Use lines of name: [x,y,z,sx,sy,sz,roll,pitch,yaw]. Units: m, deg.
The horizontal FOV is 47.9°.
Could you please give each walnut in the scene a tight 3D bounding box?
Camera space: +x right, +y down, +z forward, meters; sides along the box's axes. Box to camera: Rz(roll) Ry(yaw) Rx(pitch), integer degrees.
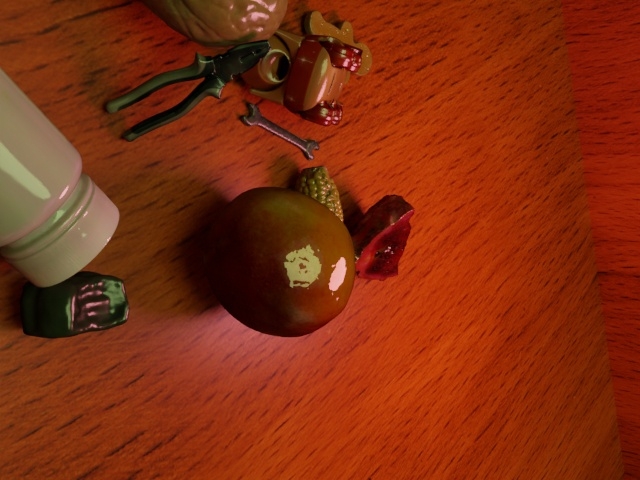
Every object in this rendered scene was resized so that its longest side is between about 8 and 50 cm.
walnut: [-0.191,-0.498,1.351,0.313,0.277,0.252,5,125,-54]

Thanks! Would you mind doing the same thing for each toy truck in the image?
toy truck: [-0.049,-0.373,1.591,0.265,0.239,0.189,-40,151,-73]

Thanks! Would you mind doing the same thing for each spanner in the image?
spanner: [-0.087,-0.247,1.659,0.254,0.015,0.054,23,75,-46]
spanner: [-0.237,-0.287,1.334,0.324,0.040,0.096,-28,123,1]

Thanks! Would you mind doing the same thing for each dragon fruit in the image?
dragon fruit: [0.114,-0.002,1.808,0.211,0.134,0.262,-26,147,-30]

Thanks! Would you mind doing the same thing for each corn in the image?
corn: [0.000,0.000,1.687,0.130,0.130,0.347,-12,100,-47]

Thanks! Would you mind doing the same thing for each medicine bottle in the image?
medicine bottle: [-0.491,-0.119,1.071,0.379,0.213,0.214,53,55,-34]

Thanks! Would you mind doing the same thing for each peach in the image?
peach: [-0.089,0.041,1.471,0.332,0.307,0.308,19,78,-44]

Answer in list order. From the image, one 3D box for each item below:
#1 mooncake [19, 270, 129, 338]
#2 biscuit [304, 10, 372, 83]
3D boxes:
mooncake: [-0.411,0.109,1.208,0.168,0.175,0.104,3,94,-6]
biscuit: [0.041,-0.467,1.776,0.240,0.035,0.158,9,88,-47]
